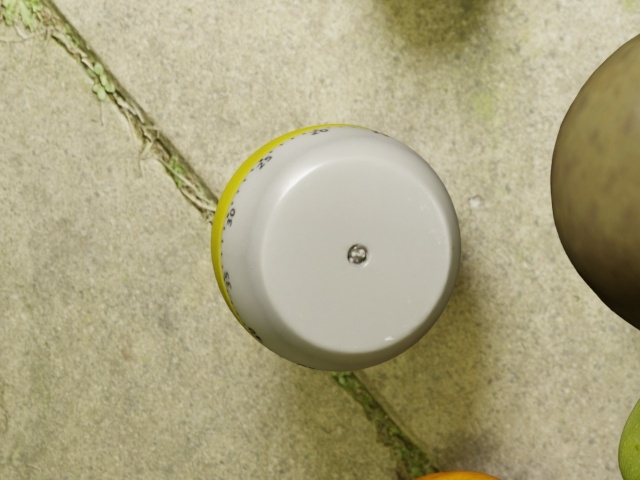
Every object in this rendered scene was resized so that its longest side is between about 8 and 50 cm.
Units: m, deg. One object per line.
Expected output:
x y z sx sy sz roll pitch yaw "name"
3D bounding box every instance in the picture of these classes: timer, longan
0.000 0.000 1.905 0.285 0.285 0.285 8 107 26 "timer"
0.395 -0.042 1.618 0.361 0.361 0.360 8 107 26 "longan"

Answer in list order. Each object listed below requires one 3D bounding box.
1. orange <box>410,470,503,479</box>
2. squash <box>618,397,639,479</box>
0.151 0.371 1.908 0.246 0.246 0.246 8 107 26 "orange"
0.377 0.198 1.810 0.123 0.123 0.186 37 121 14 "squash"
